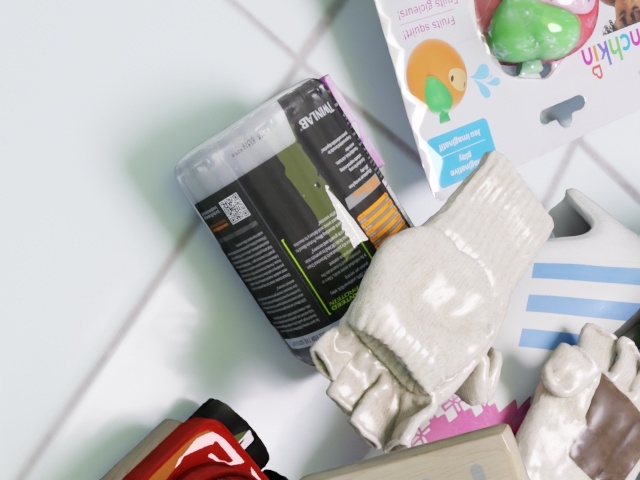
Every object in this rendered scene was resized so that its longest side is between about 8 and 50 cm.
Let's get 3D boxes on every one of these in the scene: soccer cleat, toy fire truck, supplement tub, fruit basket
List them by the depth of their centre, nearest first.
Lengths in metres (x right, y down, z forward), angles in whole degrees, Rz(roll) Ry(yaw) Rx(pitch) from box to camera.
[{"bbox_3d":[0.008,0.186,0.459,0.158,0.246,0.217,-42,101,-26],"label":"toy fire truck"},{"bbox_3d":[0.000,0.000,0.563,0.117,0.117,0.190,-37,99,-28],"label":"supplement tub"},{"bbox_3d":[0.123,0.078,0.634,0.331,0.116,0.143,-32,77,-28],"label":"soccer cleat"},{"bbox_3d":[0.165,-0.249,0.670,0.327,0.165,0.353,-23,96,-29],"label":"fruit basket"}]

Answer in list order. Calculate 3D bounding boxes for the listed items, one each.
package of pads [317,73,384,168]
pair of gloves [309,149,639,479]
[{"bbox_3d":[0.005,-0.076,0.627,0.050,0.032,0.083,-37,100,-31],"label":"package of pads"},{"bbox_3d":[0.118,0.085,0.524,0.204,0.042,0.240,-41,102,-28],"label":"pair of gloves"}]
